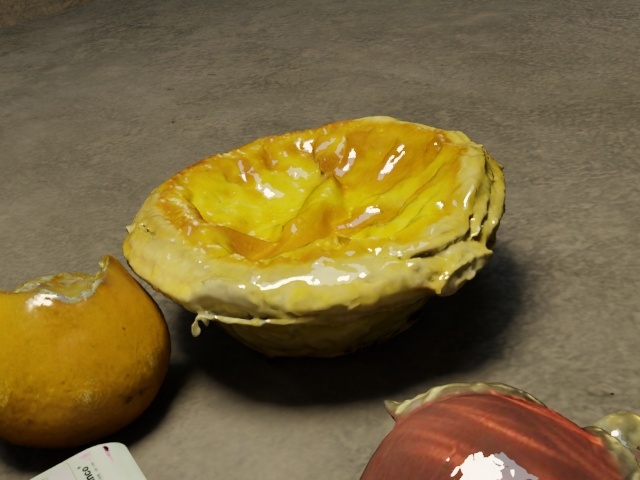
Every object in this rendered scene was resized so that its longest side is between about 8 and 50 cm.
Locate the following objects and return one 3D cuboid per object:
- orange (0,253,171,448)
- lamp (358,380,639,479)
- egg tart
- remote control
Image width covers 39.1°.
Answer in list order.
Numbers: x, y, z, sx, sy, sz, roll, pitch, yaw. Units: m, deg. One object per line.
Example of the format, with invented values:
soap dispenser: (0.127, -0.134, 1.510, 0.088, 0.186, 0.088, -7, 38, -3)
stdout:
orange: (-0.190, 0.079, 0.671, 0.157, 0.134, 0.156, 6, 33, -4)
lamp: (0.058, 0.150, 0.412, 0.223, 0.151, 0.215, -29, 28, -30)
egg tart: (0.000, 0.000, 0.760, 0.341, 0.132, 0.341, -9, 25, 4)
remote control: (-0.189, 0.186, 0.568, 0.166, 0.029, 0.065, -26, 31, -21)
